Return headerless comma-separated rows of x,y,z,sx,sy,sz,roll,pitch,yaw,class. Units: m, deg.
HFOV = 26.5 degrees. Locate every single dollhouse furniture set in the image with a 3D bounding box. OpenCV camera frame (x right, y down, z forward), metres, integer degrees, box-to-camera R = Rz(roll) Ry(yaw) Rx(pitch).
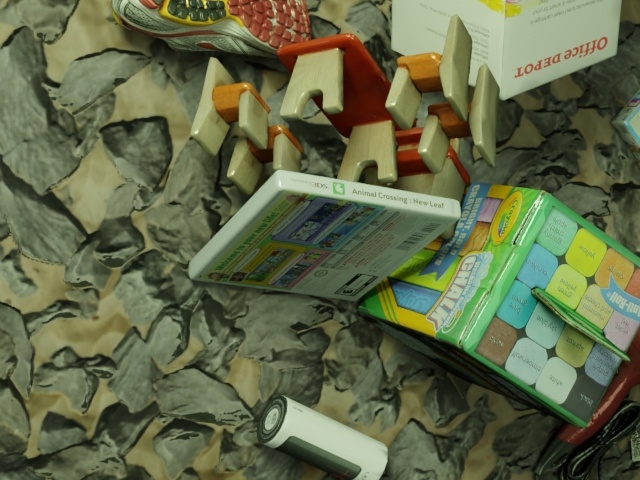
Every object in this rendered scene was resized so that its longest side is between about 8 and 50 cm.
0.050,-0.115,1.315,0.259,0.262,0.135,48,43,-50,dollhouse furniture set

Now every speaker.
0.003,0.212,1.424,0.136,0.055,0.055,29,83,-26,speaker

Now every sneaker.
-0.101,-0.223,1.315,0.225,0.092,0.088,10,72,-40,sneaker

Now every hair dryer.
0.350,0.174,1.571,0.223,0.080,0.294,-13,101,-23,hair dryer

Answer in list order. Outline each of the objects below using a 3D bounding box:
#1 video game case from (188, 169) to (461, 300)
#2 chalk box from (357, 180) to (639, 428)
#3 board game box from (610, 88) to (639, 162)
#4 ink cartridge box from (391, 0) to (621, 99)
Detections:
0.000,0.000,1.322,0.193,0.212,0.023,8,62,-26,video game case
0.204,0.059,1.371,0.180,0.289,0.179,33,82,-25,chalk box
0.420,-0.118,1.599,0.103,0.026,0.154,-46,112,-14,board game box
0.184,-0.287,1.338,0.171,0.168,0.233,-22,126,-32,ink cartridge box
